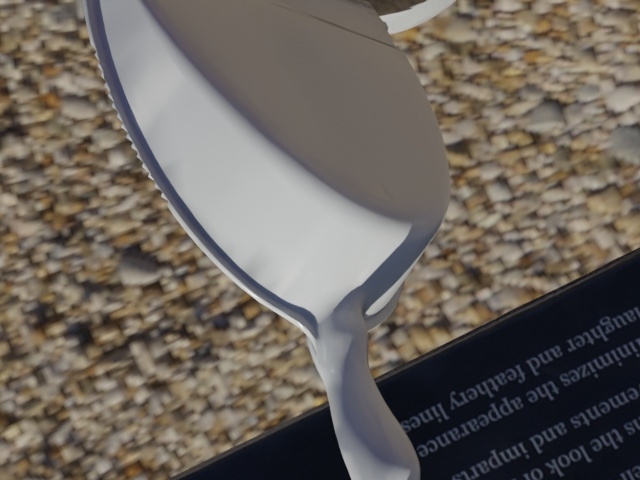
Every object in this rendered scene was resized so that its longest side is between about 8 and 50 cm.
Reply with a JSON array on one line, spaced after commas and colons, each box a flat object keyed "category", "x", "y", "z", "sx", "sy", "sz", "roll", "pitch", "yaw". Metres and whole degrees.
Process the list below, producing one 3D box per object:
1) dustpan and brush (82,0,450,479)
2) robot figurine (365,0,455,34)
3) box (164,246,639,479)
[{"category": "dustpan and brush", "x": 0.000, "y": 0.000, "z": 0.617, "sx": 0.060, "sy": 0.147, "sz": 0.211, "roll": -47, "pitch": 54, "yaw": 26}, {"category": "robot figurine", "x": 0.017, "y": -0.217, "z": 1.103, "sx": 0.173, "sy": 0.278, "sz": 0.209, "roll": 21, "pitch": 87, "yaw": 8}, {"category": "box", "x": 0.119, "y": 0.251, "z": 0.853, "sx": 0.293, "sy": 0.212, "sz": 0.395, "roll": -25, "pitch": 71, "yaw": -7}]
